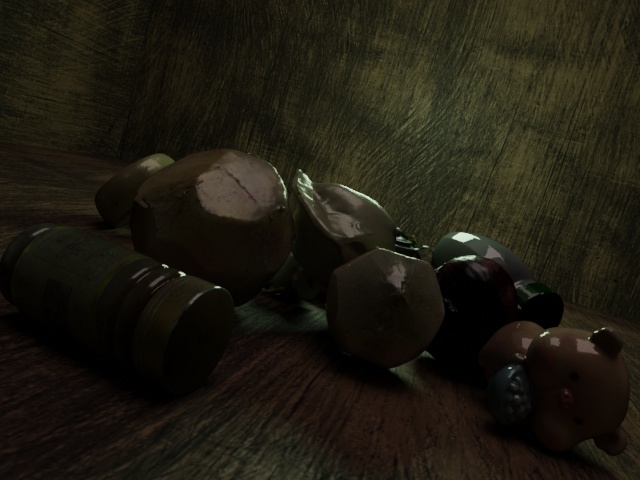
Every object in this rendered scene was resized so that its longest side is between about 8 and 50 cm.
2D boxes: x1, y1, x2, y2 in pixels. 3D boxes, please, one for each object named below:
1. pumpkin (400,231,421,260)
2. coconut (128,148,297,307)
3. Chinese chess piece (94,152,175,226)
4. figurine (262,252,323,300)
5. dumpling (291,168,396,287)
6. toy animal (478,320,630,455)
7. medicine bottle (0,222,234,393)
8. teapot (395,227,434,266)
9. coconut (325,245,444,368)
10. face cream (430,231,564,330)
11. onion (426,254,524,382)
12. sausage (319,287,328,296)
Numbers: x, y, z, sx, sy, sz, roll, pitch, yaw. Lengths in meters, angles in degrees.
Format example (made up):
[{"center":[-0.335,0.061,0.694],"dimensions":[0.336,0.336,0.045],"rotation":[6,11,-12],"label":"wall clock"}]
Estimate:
[{"center":[0.274,0.058,1.973],"dimensions":[0.249,0.216,0.250],"rotation":[35,28,-22],"label":"pumpkin"},{"center":[-0.231,-0.025,1.123],"dimensions":[0.352,0.353,0.352],"rotation":[16,8,-2],"label":"coconut"},{"center":[-0.531,-0.147,1.579],"dimensions":[0.102,0.273,0.273],"rotation":[54,7,-3],"label":"Chinese chess piece"},{"center":[-0.109,0.059,1.393],"dimensions":[0.189,0.142,0.263],"rotation":[-30,39,-31],"label":"figurine"},{"center":[0.041,-0.032,1.240],"dimensions":[0.316,0.233,0.395],"rotation":[62,9,26],"label":"dumpling"},{"center":[0.405,0.246,0.942],"dimensions":[0.229,0.210,0.221],"rotation":[-9,4,12],"label":"toy animal"},{"center":[-0.297,0.086,0.769],"dimensions":[0.322,0.152,0.151],"rotation":[19,8,21],"label":"medicine bottle"},{"center":[0.220,0.037,1.589],"dimensions":[0.239,0.149,0.162],"rotation":[18,8,11],"label":"teapot"},{"center":[0.117,0.125,1.007],"dimensions":[0.226,0.227,0.230],"rotation":[17,-22,9],"label":"coconut"},{"center":[0.477,0.142,1.516],"dimensions":[0.219,0.313,0.357],"rotation":[-27,37,-10],"label":"face cream"},{"center":[0.317,0.151,1.142],"dimensions":[0.221,0.281,0.281],"rotation":[-16,23,-26],"label":"onion"},{"center":[0.048,0.114,1.465],"dimensions":[0.353,0.116,0.134],"rotation":[15,18,19],"label":"sausage"}]
